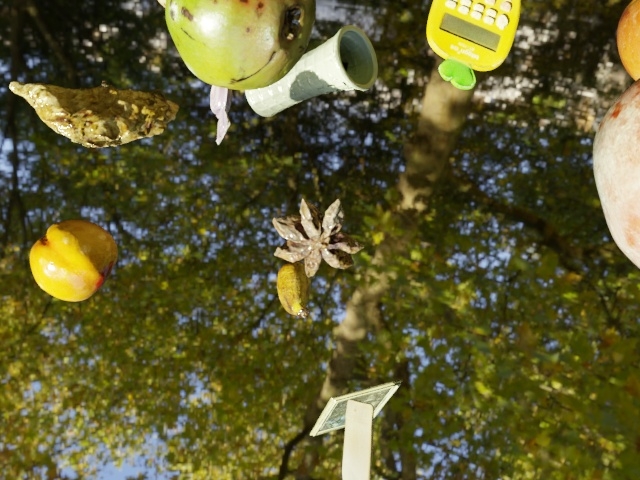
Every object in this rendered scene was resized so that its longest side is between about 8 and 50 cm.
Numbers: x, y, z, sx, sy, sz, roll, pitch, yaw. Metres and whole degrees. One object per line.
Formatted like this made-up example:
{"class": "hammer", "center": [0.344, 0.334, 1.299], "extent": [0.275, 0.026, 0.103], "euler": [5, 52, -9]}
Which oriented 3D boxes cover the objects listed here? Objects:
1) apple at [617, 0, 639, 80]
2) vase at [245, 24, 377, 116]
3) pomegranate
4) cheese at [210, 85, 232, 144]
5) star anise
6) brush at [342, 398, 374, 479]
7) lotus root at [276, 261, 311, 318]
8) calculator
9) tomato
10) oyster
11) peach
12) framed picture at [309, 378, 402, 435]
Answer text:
{"class": "apple", "center": [0.731, -0.436, 1.521], "extent": [0.254, 0.253, 0.253], "euler": [5, -151, -3]}
{"class": "vase", "center": [-0.031, -0.366, 1.669], "extent": [0.299, 0.143, 0.143], "euler": [-12, -167, 41]}
{"class": "pomegranate", "center": [-0.101, -0.270, 0.877], "extent": [0.179, 0.179, 0.210], "euler": [-8, -153, -25]}
{"class": "cheese", "center": [-0.249, -0.341, 1.863], "extent": [0.042, 0.105, 0.190], "euler": [7, -118, -22]}
{"class": "star anise", "center": [-0.016, 0.001, 1.619], "extent": [0.197, 0.212, 0.073], "euler": [-17, -142, 18]}
{"class": "brush", "center": [0.044, 0.421, 1.195], "extent": [0.050, 0.320, 0.060], "euler": [7, 177, -42]}
{"class": "lotus root", "center": [-0.069, 0.137, 1.988], "extent": [0.095, 0.108, 0.190], "euler": [2, -141, -5]}
{"class": "calculator", "center": [0.249, -0.359, 1.206], "extent": [0.146, 0.234, 0.032], "euler": [20, 175, -9]}
{"class": "tomato", "center": [0.502, -0.085, 0.935], "extent": [0.283, 0.316, 0.316], "euler": [-22, -165, 31]}
{"class": "oyster", "center": [-0.530, -0.308, 1.774], "extent": [0.396, 0.111, 0.204], "euler": [-1, -142, -22]}
{"class": "peach", "center": [-0.409, 0.030, 1.227], "extent": [0.138, 0.138, 0.138], "euler": [5, -151, -3]}
{"class": "framed picture", "center": [0.064, 0.313, 1.373], "extent": [0.142, 0.183, 0.011], "euler": [-10, -121, -22]}
